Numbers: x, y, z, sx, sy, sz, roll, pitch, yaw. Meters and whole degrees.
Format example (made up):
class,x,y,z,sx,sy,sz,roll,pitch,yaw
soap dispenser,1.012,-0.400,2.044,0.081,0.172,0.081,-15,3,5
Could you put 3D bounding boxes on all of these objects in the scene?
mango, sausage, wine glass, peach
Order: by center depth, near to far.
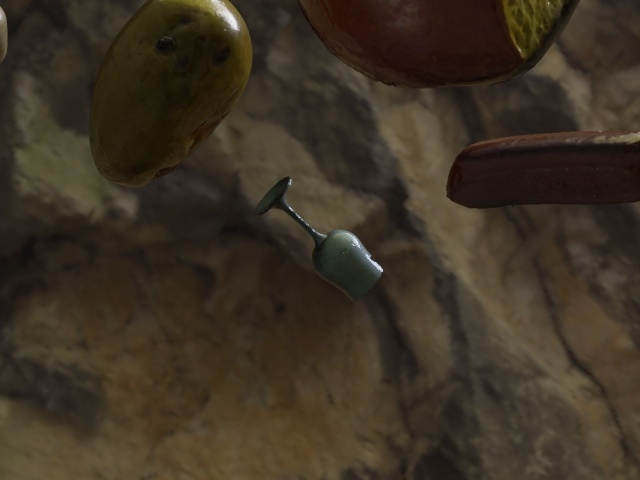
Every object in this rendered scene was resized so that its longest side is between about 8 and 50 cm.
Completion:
class,x,y,z,sx,sy,sz,roll,pitch,yaw
peach,0.098,-0.305,1.401,0.306,0.242,0.380,-40,-141,-6
sausage,0.308,-0.094,2.028,0.330,0.102,0.102,-2,-120,37
wine glass,0.000,0.000,2.232,0.079,0.195,0.079,-43,-164,16
mango,-0.237,-0.220,2.330,0.253,0.182,0.365,-38,169,-46

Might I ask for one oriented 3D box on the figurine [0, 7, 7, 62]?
class,x,y,z,sx,sy,sz,roll,pitch,yaw
figurine,-0.418,-0.224,1.597,0.108,0.196,0.114,-65,-179,-48
